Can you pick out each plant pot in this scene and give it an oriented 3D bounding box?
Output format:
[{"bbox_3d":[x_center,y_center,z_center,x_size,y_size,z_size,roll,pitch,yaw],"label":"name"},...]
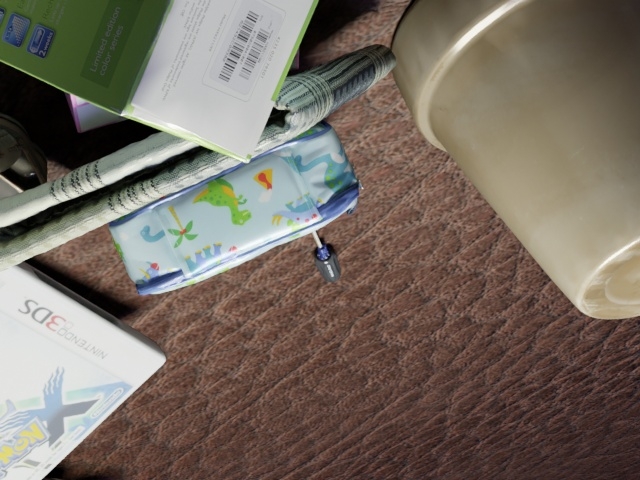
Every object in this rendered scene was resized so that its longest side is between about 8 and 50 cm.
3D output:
[{"bbox_3d":[0.257,-0.098,1.707,0.323,0.280,0.323,-17,153,-9],"label":"plant pot"}]

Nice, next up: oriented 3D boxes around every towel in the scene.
[{"bbox_3d":[-0.116,-0.074,1.574,0.324,0.056,0.312,-24,-174,21],"label":"towel"}]

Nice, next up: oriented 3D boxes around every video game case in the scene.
[{"bbox_3d":[-0.349,0.168,1.898,0.329,0.036,0.300,-43,143,7],"label":"video game case"}]

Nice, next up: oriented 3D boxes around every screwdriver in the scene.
[{"bbox_3d":[0.000,0.000,2.003,0.025,0.024,0.170,6,155,10],"label":"screwdriver"}]

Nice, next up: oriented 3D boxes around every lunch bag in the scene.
[{"bbox_3d":[-0.075,-0.032,1.725,0.219,0.090,0.176,-25,-171,-3],"label":"lunch bag"}]

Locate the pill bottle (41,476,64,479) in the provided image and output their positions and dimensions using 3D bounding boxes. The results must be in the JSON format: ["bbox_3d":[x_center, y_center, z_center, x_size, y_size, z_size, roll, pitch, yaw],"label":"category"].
[{"bbox_3d":[-0.362,0.362,2.258,0.319,0.176,0.176,6,144,-45],"label":"pill bottle"}]

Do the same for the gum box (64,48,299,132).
[{"bbox_3d":[-0.111,-0.165,1.484,0.188,0.107,0.062,-17,155,-9],"label":"gum box"}]

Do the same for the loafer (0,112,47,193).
[{"bbox_3d":[-0.260,-0.070,1.637,0.045,0.039,0.125,-25,155,10],"label":"loafer"}]

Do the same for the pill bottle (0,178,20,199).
[{"bbox_3d":[-0.327,0.002,1.675,0.152,0.086,0.086,-31,153,19],"label":"pill bottle"}]

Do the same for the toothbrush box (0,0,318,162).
[{"bbox_3d":[-0.133,-0.194,1.132,0.122,0.283,0.206,19,95,-55],"label":"toothbrush box"}]
